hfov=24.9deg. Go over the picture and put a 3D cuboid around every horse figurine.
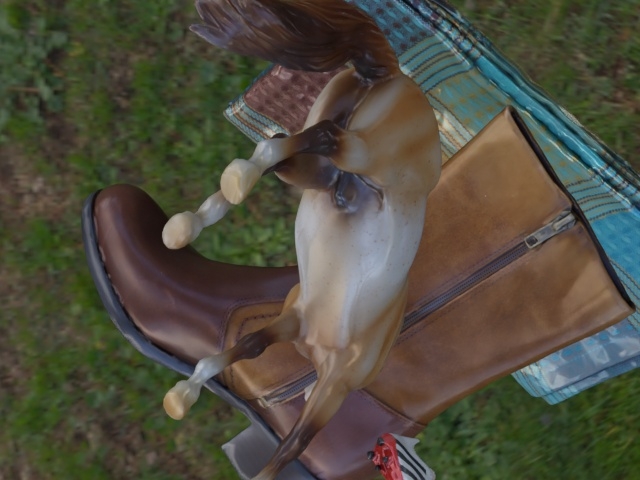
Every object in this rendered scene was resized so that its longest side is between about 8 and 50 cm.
[{"bbox_3d":[0.000,0.000,0.642,0.066,0.174,0.263,23,128,29],"label":"horse figurine"}]

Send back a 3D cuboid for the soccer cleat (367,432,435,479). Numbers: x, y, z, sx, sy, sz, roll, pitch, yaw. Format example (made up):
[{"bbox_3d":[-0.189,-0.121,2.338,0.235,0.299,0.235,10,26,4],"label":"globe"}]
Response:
[{"bbox_3d":[0.055,0.150,0.852,0.029,0.036,0.083,-56,41,39],"label":"soccer cleat"}]

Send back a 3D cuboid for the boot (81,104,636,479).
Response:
[{"bbox_3d":[0.013,0.010,0.911,0.280,0.096,0.264,-38,81,22],"label":"boot"}]

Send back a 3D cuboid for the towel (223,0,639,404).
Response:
[{"bbox_3d":[0.118,-0.025,1.086,0.370,0.040,0.271,40,147,-10],"label":"towel"}]
